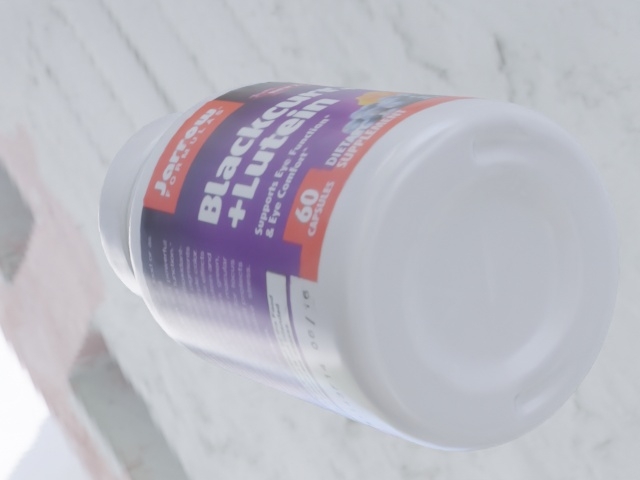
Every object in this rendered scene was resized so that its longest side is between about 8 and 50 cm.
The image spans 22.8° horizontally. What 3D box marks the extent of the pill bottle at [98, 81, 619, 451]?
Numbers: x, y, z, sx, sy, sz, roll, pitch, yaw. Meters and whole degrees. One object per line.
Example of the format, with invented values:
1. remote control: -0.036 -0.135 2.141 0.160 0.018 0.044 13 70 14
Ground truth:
1. pill bottle: 0.000 0.000 0.547 0.193 0.108 0.108 12 -62 56
